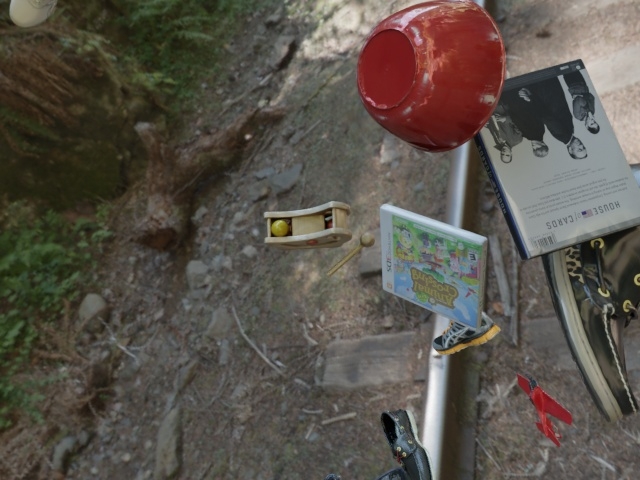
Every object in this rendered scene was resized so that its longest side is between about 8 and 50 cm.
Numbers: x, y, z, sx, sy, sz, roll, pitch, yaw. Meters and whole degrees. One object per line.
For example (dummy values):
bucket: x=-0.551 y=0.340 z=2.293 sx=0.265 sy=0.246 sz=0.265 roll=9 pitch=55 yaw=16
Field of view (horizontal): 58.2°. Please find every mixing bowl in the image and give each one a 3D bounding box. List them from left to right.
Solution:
mixing bowl: x=0.107 y=-0.193 z=0.664 sx=0.181 sy=0.098 sz=0.182 roll=9 pitch=102 yaw=48

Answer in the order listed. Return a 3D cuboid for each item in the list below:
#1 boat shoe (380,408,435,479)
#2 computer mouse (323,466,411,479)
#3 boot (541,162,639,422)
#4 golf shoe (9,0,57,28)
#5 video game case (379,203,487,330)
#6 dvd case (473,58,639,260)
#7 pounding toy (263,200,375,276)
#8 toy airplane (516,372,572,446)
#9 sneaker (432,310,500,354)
boat shoe: x=0.109 y=0.268 z=0.725 sx=0.133 sy=0.041 sz=0.049 roll=-111 pitch=29 yaw=-60
computer mouse: x=0.120 y=0.555 z=1.191 sx=0.272 sy=0.072 sz=0.189 roll=-31 pitch=37 yaw=27
boot: x=0.464 y=0.039 z=0.793 sx=0.284 sy=0.138 sz=0.378 roll=-14 pitch=61 yaw=19
golf shoe: x=-0.476 y=-0.432 z=0.979 sx=0.176 sy=0.069 sz=0.086 roll=-40 pitch=21 yaw=13
video game case: x=0.199 y=0.048 z=1.048 sx=0.212 sy=0.194 sz=0.023 roll=23 pitch=43 yaw=37
dvd case: x=0.305 y=-0.110 z=0.755 sx=0.179 sy=0.029 sz=0.239 roll=-16 pitch=79 yaw=-7
pounding toy: x=0.000 y=0.000 z=1.387 sx=0.269 sy=0.154 sz=0.155 roll=-3 pitch=77 yaw=2
toy airplane: x=0.387 y=0.296 z=1.004 sx=0.028 sy=0.151 sz=0.151 roll=-30 pitch=38 yaw=-7
sneaker: x=0.359 y=0.229 z=1.464 sx=0.084 sy=0.083 sz=0.215 roll=-30 pitch=-5 yaw=-41
